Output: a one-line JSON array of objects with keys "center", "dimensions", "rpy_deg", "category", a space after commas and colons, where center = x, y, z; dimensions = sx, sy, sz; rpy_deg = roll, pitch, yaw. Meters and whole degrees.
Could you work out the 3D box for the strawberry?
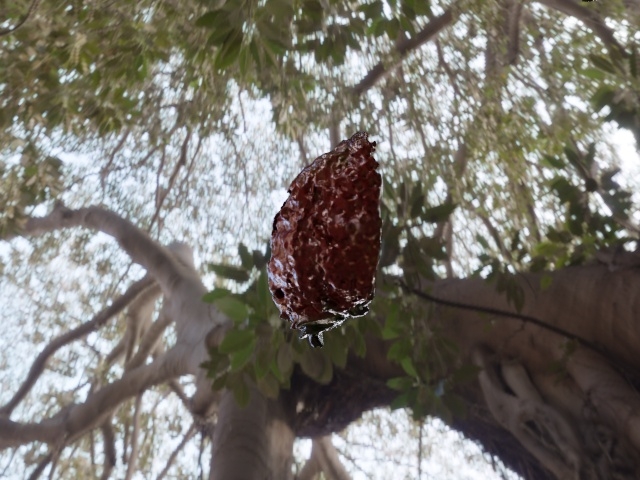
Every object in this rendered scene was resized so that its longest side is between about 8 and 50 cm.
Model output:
[{"center": [0.000, 0.004, 0.833], "dimensions": [0.085, 0.140, 0.192], "rpy_deg": [5, -43, -20], "category": "strawberry"}]
